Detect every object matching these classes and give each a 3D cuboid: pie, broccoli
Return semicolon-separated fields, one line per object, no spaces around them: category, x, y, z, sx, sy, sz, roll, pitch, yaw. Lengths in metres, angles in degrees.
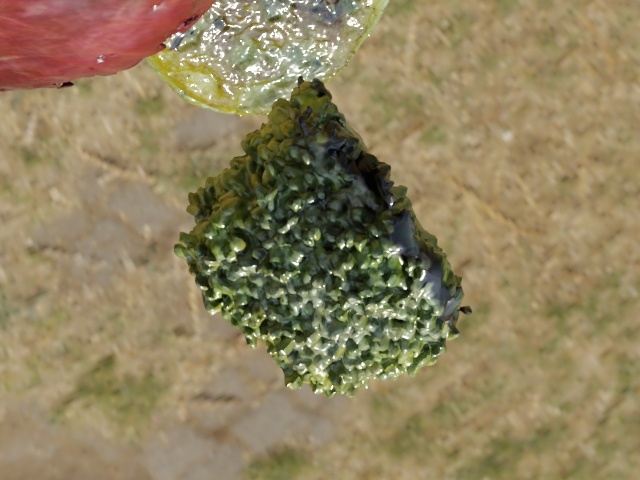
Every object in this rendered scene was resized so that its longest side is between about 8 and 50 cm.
pie;-0.064;-0.262;1.950;0.323;0.070;0.323;-10;136;-9
broccoli;-0.010;0.009;1.474;0.180;0.273;0.242;-32;103;-1

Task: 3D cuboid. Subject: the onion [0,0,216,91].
onion;-0.116;-0.134;0.544;0.252;0.219;0.252;3;141;2
